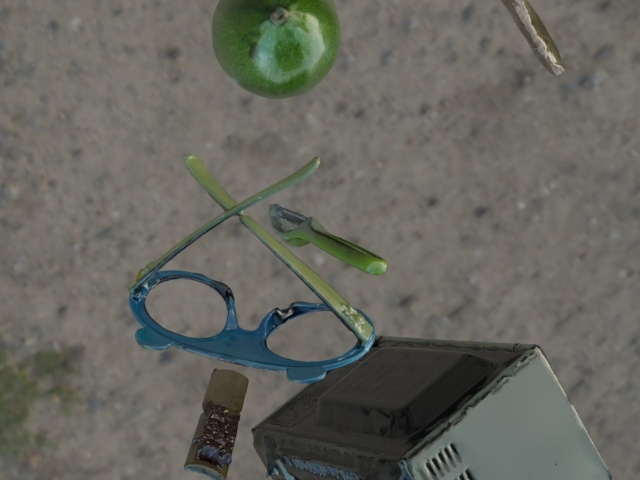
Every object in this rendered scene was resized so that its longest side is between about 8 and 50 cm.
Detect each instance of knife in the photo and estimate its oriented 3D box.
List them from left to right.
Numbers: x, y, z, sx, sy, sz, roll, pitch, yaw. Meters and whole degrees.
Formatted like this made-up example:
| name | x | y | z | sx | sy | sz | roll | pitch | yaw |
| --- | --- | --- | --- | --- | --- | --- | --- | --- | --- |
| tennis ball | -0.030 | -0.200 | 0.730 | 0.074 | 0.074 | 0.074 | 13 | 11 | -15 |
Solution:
| name | x | y | z | sx | sy | sz | roll | pitch | yaw |
| --- | --- | --- | --- | --- | --- | --- | --- | --- | --- |
| knife | 0.000 | 0.000 | 1.033 | 0.022 | 0.184 | 0.026 | -1 | 101 | -23 |

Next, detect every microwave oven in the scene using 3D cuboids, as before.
| name | x | y | z | sx | sy | sz | roll | pitch | yaw |
| --- | --- | --- | --- | --- | --- | --- | --- | --- | --- |
| microwave oven | 0.114 | 0.263 | 1.629 | 0.218 | 0.355 | 0.286 | -37 | 105 | -22 |

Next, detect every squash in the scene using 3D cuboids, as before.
| name | x | y | z | sx | sy | sz | roll | pitch | yaw |
| --- | --- | --- | --- | --- | --- | --- | --- | --- | --- |
| squash | -0.036 | -0.182 | 1.306 | 0.107 | 0.395 | 0.107 | -1 | 105 | -2 |

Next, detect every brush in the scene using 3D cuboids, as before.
| name | x | y | z | sx | sy | sz | roll | pitch | yaw |
| --- | --- | --- | --- | --- | --- | --- | --- | --- | --- |
| brush | -0.094 | 0.166 | 1.504 | 0.043 | 0.248 | 0.036 | 25 | 105 | -4 |

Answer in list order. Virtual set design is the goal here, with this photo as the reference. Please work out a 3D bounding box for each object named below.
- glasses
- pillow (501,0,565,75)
| name | x | y | z | sx | sy | sz | roll | pitch | yaw |
| --- | --- | --- | --- | --- | --- | --- | --- | --- | --- |
| glasses | -0.055 | 0.013 | 1.434 | 0.102 | 0.239 | 0.207 | -15 | 118 | -74 |
| pillow | 0.204 | -0.265 | 1.663 | 0.034 | 0.135 | 0.211 | -33 | 145 | 9 |
